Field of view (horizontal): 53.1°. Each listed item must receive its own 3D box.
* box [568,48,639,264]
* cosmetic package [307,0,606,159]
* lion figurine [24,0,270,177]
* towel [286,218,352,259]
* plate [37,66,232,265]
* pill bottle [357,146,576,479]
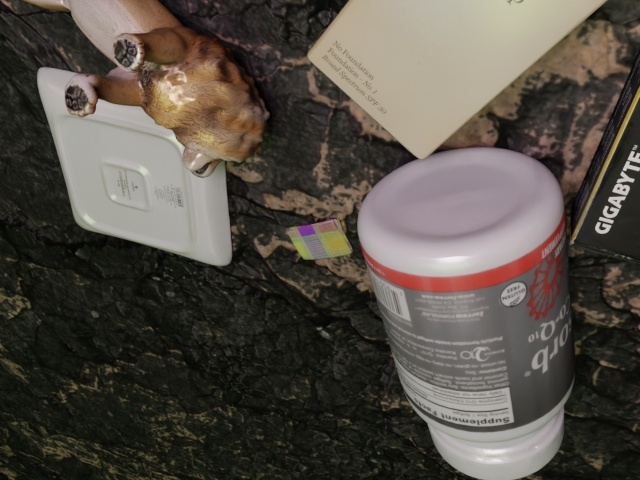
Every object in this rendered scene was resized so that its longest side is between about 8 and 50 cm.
[{"bbox_3d":[0.403,-0.099,0.571,0.256,0.079,0.322,16,132,10],"label":"box"},{"bbox_3d":[0.146,-0.232,0.555,0.160,0.113,0.309,39,134,-9],"label":"cosmetic package"},{"bbox_3d":[-0.221,-0.236,0.692,0.142,0.240,0.392,-39,89,24],"label":"lion figurine"},{"bbox_3d":[0.000,0.000,0.883,0.083,0.009,0.060,-11,122,32],"label":"towel"},{"bbox_3d":[-0.264,-0.088,0.908,0.277,0.045,0.278,14,131,13],"label":"plate"},{"bbox_3d":[0.181,0.095,0.742,0.210,0.210,0.363,-1,127,25],"label":"pill bottle"}]
